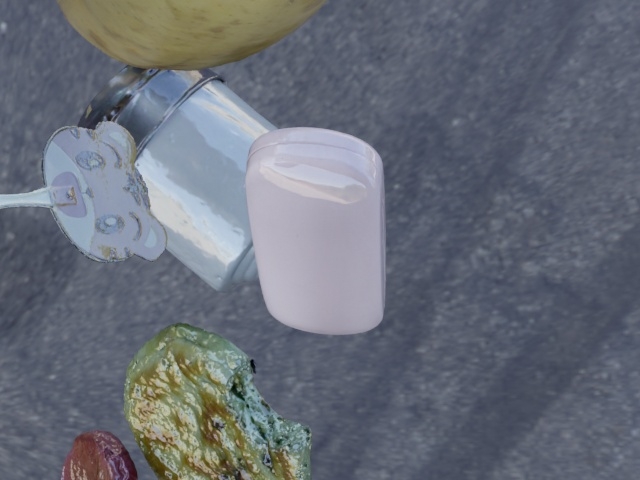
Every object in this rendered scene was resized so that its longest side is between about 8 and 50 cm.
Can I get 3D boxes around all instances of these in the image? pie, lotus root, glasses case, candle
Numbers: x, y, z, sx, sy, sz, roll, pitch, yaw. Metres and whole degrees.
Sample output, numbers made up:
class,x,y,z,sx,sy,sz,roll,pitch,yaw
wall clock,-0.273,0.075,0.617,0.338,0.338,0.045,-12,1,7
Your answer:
class,x,y,z,sx,sy,sz,roll,pitch,yaw
pie,-0.293,0.339,1.822,0.049,0.182,0.182,3,81,-37
lotus root,-0.045,-0.165,0.619,0.146,0.284,0.160,9,79,-15
glasses case,0.000,0.000,1.205,0.113,0.297,0.075,5,61,6
candle,-0.127,-0.068,1.734,0.342,0.221,0.221,40,73,8
pie,-0.132,0.237,1.723,0.302,0.302,0.067,54,48,-4

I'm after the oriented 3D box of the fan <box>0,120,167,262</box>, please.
class,x,y,z,sx,sy,sz,roll,pitch,yaw
fan,-0.244,-0.041,1.330,0.226,0.008,0.153,-10,79,-50
